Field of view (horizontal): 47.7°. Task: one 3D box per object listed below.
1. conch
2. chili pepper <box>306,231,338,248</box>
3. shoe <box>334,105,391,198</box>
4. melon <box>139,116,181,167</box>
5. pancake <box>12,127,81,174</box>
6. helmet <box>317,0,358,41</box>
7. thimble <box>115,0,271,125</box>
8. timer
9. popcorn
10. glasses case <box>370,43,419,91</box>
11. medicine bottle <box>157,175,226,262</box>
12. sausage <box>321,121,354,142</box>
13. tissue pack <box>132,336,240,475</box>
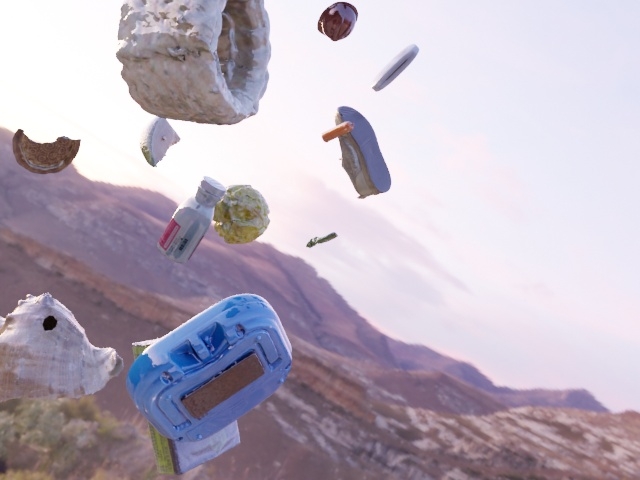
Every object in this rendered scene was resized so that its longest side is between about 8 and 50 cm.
[{"bbox_3d":[-0.576,0.223,1.467,0.325,0.263,0.186,-3,-58,18],"label":"conch"},{"bbox_3d":[0.000,0.000,1.628,0.022,0.083,0.027,60,23,-24],"label":"chili pepper"},{"bbox_3d":[0.100,-0.242,1.998,0.103,0.274,0.098,-8,-15,-47],"label":"shoe"},{"bbox_3d":[-0.449,-0.270,1.973,0.098,0.054,0.182,49,29,-18],"label":"melon"},{"bbox_3d":[-0.790,-0.270,2.099,0.020,0.191,0.184,43,-26,40],"label":"pancake"},{"bbox_3d":[0.043,-0.495,1.686,0.089,0.057,0.111,10,-34,-28],"label":"helmet"},{"bbox_3d":[-0.219,-0.346,1.277,0.195,0.291,0.291,3,-17,20],"label":"thimble"},{"bbox_3d":[-0.221,0.278,1.524,0.115,0.340,0.309,48,-15,37],"label":"timer"},{"bbox_3d":[-0.258,-0.085,2.187,0.213,0.197,0.198,0,-23,30],"label":"popcorn"},{"bbox_3d":[0.218,-0.507,2.126,0.045,0.178,0.067,43,13,-19],"label":"glasses case"},{"bbox_3d":[-0.313,-0.052,1.778,0.091,0.216,0.090,32,14,-9],"label":"medicine bottle"},{"bbox_3d":[0.050,-0.292,1.920,0.107,0.031,0.031,-20,-43,42],"label":"sausage"},{"bbox_3d":[-0.404,0.475,2.201,0.124,0.393,0.288,-13,-2,34],"label":"tissue pack"}]
